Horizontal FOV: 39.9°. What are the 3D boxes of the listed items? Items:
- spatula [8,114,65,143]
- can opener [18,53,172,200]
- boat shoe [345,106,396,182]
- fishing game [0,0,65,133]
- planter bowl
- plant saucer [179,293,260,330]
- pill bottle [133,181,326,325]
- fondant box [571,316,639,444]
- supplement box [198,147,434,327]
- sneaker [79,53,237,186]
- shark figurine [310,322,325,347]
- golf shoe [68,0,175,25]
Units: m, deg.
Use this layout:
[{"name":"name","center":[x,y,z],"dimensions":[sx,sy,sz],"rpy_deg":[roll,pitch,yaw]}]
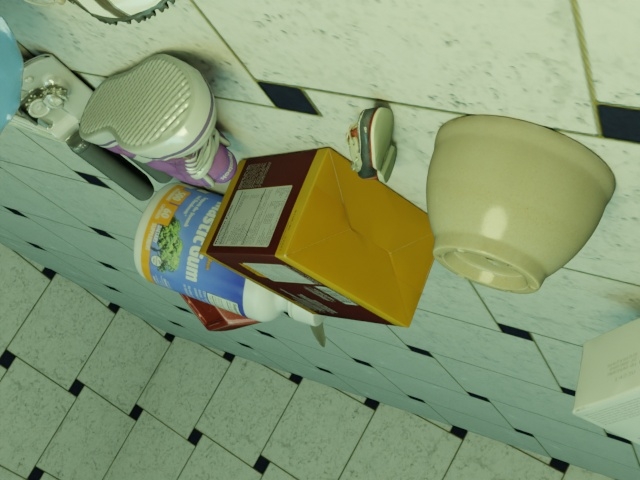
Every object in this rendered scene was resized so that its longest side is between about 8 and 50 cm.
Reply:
[{"name":"spatula","center":[-0.426,-0.171,1.206],"dimensions":[0.168,0.019,0.242],"rpy_deg":[19,177,37]},{"name":"can opener","center":[-0.284,-0.145,1.095],"dimensions":[0.093,0.074,0.280],"rpy_deg":[55,-174,38]},{"name":"boat shoe","center":[0.044,-0.090,0.818],"dimensions":[0.043,0.049,0.137],"rpy_deg":[22,170,12]},{"name":"fishing game","center":[-0.362,-0.153,0.777],"dimensions":[0.189,0.264,0.041],"rpy_deg":[29,179,-26]},{"name":"planter bowl","center":[0.160,-0.020,0.765],"dimensions":[0.162,0.109,0.162],"rpy_deg":[20,165,6]},{"name":"plant saucer","center":[-0.218,0.056,1.494],"dimensions":[0.259,0.047,0.258],"rpy_deg":[52,162,-4]},{"name":"pill bottle","center":[-0.111,0.025,1.245],"dimensions":[0.271,0.152,0.152],"rpy_deg":[18,165,16]},{"name":"fondant box","center":[0.476,0.179,0.932],"dimensions":[0.330,0.096,0.238],"rpy_deg":[26,150,-11]},{"name":"supplement box","center":[0.000,0.000,1.033],"dimensions":[0.191,0.129,0.194],"rpy_deg":[31,163,-31]},{"name":"sneaker","center":[-0.134,-0.112,0.917],"dimensions":[0.161,0.102,0.282],"rpy_deg":[27,176,-29]},{"name":"shark figurine","center":[-0.108,0.100,1.596],"dimensions":[0.166,0.116,0.278],"rpy_deg":[10,159,44]},{"name":"golf shoe","center":[-0.181,-0.215,0.638],"dimensions":[0.198,0.077,0.094],"rpy_deg":[14,163,26]}]
